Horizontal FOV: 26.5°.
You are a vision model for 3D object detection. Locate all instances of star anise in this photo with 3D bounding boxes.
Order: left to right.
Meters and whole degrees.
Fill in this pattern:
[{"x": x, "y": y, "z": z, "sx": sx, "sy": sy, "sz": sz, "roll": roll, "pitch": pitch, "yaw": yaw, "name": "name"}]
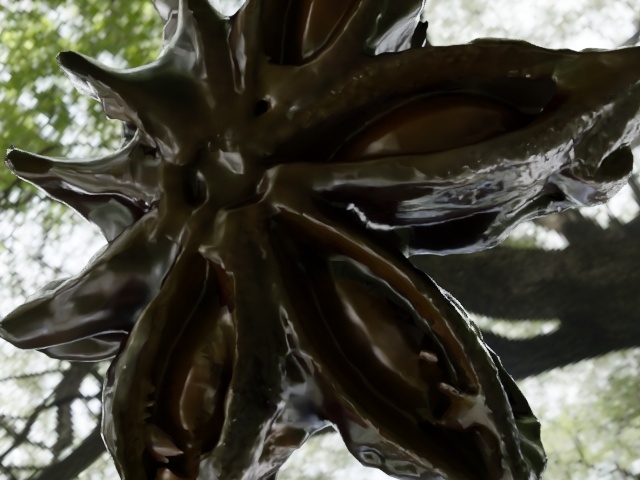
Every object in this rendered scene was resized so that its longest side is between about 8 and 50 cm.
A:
[{"x": 0.005, "y": -0.005, "z": 0.444, "sx": 0.214, "sy": 0.220, "sz": 0.099, "roll": 59, "pitch": -179, "yaw": 11, "name": "star anise"}]
